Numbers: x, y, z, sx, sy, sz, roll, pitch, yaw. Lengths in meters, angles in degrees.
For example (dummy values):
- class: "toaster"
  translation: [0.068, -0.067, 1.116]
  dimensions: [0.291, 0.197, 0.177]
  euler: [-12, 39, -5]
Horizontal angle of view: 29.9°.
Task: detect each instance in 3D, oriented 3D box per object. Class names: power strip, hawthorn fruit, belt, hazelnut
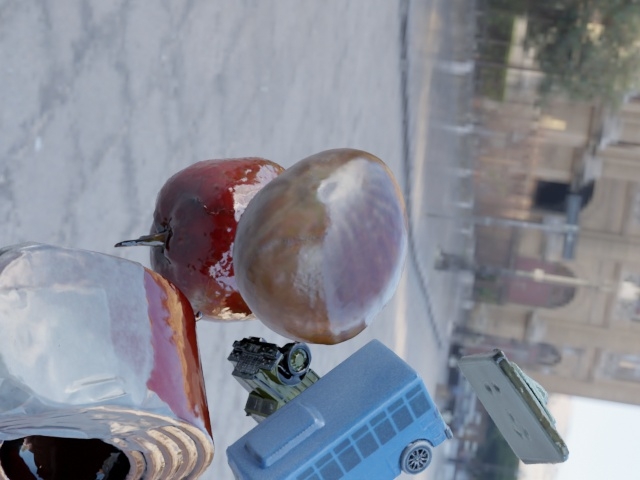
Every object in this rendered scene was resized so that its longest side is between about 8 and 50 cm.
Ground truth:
- class: "power strip"
  translation: [0.325, 0.260, 1.938]
  dimensions: [0.064, 0.213, 0.198]
  euler: [-34, 180, -17]
- class: "hawthorn fruit"
  translation: [-0.160, 0.000, 1.748]
  dimensions: [0.254, 0.300, 0.254]
  euler: [11, -78, 63]
- class: "belt"
  translation: [-0.187, 0.109, 0.826]
  dimensions: [0.324, 0.227, 0.115]
  euler: [109, -28, -63]
- class: "hazelnut"
  translation: [0.000, 0.000, 1.246]
  dimensions: [0.214, 0.176, 0.214]
  euler: [18, 90, -73]

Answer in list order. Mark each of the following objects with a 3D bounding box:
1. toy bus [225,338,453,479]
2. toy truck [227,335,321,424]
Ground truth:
- class: "toy bus"
  translation: [0.014, 0.228, 1.335]
  dimensions: [0.116, 0.234, 0.133]
  euler: [37, -22, 53]
- class: "toy truck"
  translation: [-0.032, 0.243, 1.743]
  dimensions: [0.257, 0.127, 0.127]
  euler: [50, 64, -32]
